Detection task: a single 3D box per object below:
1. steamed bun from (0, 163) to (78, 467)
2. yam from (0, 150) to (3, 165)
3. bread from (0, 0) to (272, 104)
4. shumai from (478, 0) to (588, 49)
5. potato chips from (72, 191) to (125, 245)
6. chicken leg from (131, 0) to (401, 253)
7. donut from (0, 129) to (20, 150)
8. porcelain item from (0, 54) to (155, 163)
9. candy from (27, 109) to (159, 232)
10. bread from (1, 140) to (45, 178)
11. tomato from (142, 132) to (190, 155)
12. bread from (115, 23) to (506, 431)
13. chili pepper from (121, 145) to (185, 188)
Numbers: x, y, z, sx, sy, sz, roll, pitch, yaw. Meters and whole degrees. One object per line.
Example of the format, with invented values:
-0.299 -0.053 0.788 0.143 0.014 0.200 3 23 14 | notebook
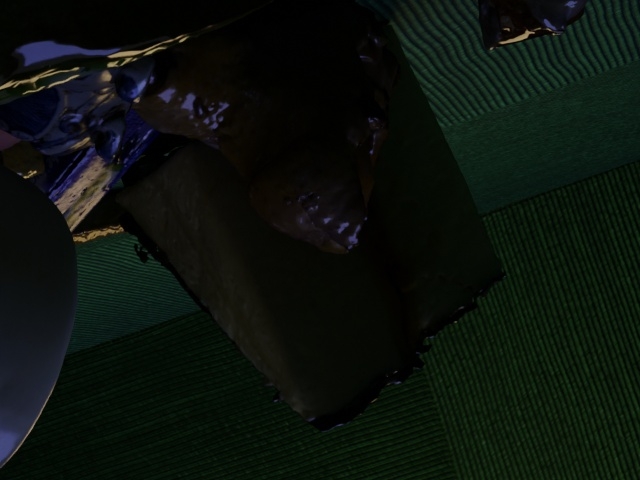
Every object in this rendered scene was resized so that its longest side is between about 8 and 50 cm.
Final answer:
-0.411 0.016 1.470 0.371 0.290 0.456 33 150 -30 | steamed bun
-0.318 -0.031 1.742 0.061 0.061 0.253 -15 168 -17 | yam
-0.195 -0.171 1.194 0.366 0.129 0.382 -2 -159 42 | bread
0.169 -0.245 1.566 0.166 0.175 0.206 -21 174 22 | shumai
-0.372 -0.004 2.440 0.407 0.057 0.080 -14 168 -25 | potato chips
-0.064 -0.114 1.748 0.409 0.295 0.182 8 137 -45 | chicken leg
-0.351 -0.110 1.690 0.233 0.085 0.199 -10 169 -42 | donut
-0.209 -0.165 1.487 0.186 0.138 0.288 19 159 -9 | porcelain item
-0.249 -0.064 1.934 0.312 0.061 0.088 -45 154 25 | candy
-0.383 -0.075 1.850 0.246 0.094 0.102 -15 180 -11 | bread
-0.169 -0.129 1.991 0.087 0.075 0.087 -15 156 -7 | tomato
0.000 0.000 2.010 0.346 0.405 0.242 -20 165 -31 | bread
-0.098 -0.074 2.293 0.265 0.148 0.116 -13 154 16 | chili pepper
